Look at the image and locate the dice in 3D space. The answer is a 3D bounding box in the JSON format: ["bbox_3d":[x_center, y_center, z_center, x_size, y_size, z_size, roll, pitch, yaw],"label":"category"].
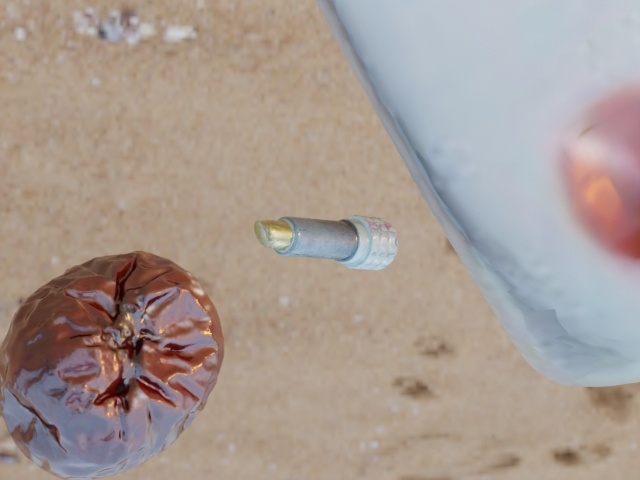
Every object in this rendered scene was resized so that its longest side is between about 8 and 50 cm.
[{"bbox_3d":[0.140,-0.132,0.707,0.277,0.304,0.304,-28,98,3],"label":"dice"}]

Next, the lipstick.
[{"bbox_3d":[0.000,0.000,1.007,0.116,0.037,0.037,3,150,-47],"label":"lipstick"}]

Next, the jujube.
[{"bbox_3d":[-0.223,0.128,1.638,0.213,0.232,0.213,26,133,31],"label":"jujube"}]
